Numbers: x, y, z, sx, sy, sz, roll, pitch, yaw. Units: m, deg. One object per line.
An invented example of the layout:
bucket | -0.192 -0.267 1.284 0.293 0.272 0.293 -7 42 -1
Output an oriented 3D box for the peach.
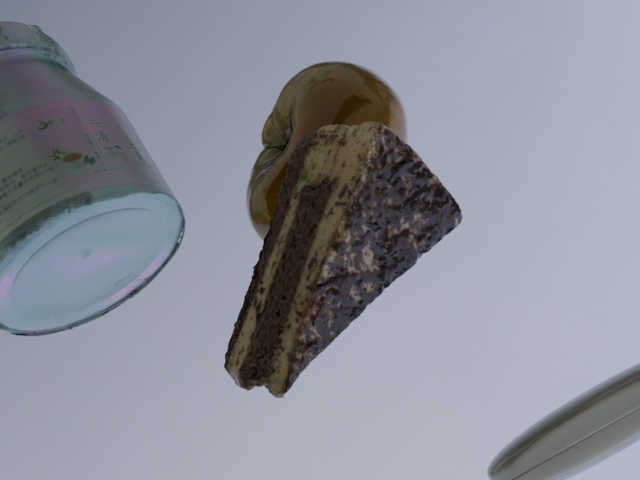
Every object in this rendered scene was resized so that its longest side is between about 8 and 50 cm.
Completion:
peach | 0.001 -0.095 1.226 0.251 0.153 0.251 -57 -164 27

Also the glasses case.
glasses case | 0.257 0.164 0.927 0.233 0.059 0.092 -31 172 7

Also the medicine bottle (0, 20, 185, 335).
medicine bottle | -0.322 -0.076 1.148 0.245 0.245 0.290 -37 -114 5

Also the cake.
cake | -0.010 0.003 0.874 0.246 0.135 0.112 -42 -160 -24
